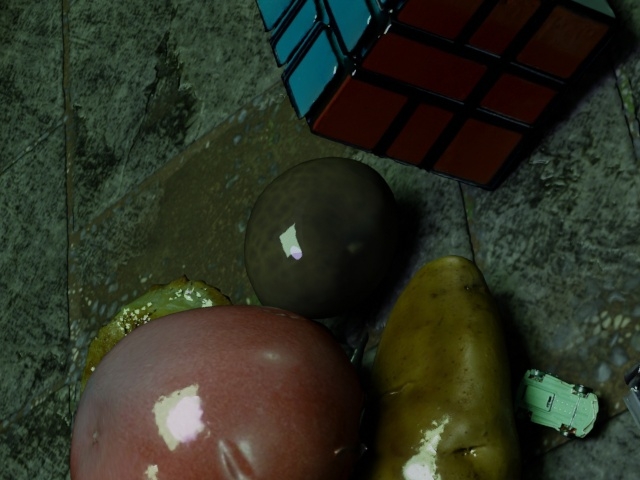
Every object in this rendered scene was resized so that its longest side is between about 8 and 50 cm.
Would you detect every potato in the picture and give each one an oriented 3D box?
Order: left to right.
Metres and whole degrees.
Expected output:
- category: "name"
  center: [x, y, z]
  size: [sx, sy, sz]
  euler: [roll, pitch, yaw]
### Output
- category: "potato"
  center: [0.127, 0.189, 1.965]
  size: [0.195, 0.177, 0.369]
  euler: [92, -179, -59]

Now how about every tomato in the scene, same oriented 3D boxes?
- category: "tomato"
  center: [-0.119, 0.222, 1.945]
  size: [0.341, 0.273, 0.341]
  euler: [-52, 24, 36]

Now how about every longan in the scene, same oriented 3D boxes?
- category: "longan"
  center: [0.000, 0.000, 2.201]
  size: [0.198, 0.198, 0.212]
  euler: [-9, 56, 46]

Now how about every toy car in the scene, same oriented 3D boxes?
- category: "toy car"
  center: [0.255, 0.175, 1.921]
  size: [0.122, 0.035, 0.059]
  euler: [17, 88, 49]

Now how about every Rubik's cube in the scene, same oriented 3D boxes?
- category: "Rubik's cube"
  center: [0.128, -0.273, 2.098]
  size: [0.283, 0.294, 0.288]
  euler: [-50, 40, 30]

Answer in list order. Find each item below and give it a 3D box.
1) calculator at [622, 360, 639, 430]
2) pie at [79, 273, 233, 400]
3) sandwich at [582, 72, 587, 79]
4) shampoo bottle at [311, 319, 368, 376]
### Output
- category: "calculator"
  center: [0.399, 0.191, 1.751]
  size: [0.166, 0.028, 0.274]
  euler: [-45, 41, 22]
- category: "pie"
  center: [-0.180, 0.215, 2.252]
  size: [0.288, 0.103, 0.354]
  euler: [34, 122, 31]
- category: "sandwich"
  center: [0.300, -0.230, 2.111]
  size: [0.044, 0.031, 0.083]
  euler: [3, 72, 49]
- category: "shampoo bottle"
  center: [-0.048, 0.145, 2.236]
  size: [0.284, 0.101, 0.101]
  euler: [1, 70, 49]
